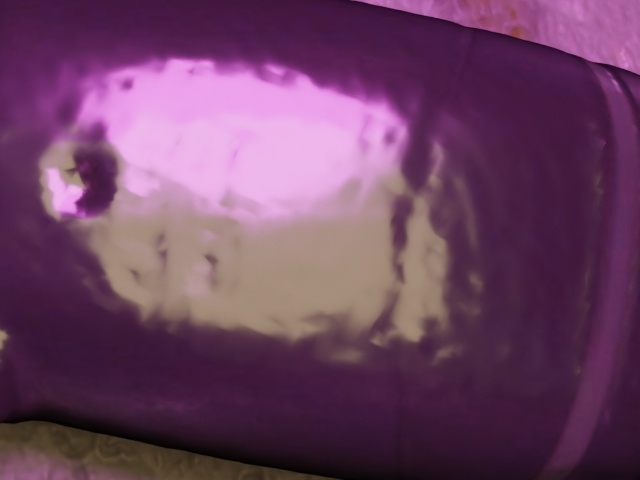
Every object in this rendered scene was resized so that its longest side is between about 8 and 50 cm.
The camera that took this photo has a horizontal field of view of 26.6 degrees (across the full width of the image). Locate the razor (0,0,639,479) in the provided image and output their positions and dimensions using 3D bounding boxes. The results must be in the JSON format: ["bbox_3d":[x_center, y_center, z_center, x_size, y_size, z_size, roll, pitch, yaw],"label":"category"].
[{"bbox_3d":[0.001,0.000,0.577,0.349,0.113,0.204,8,82,-15],"label":"razor"}]
